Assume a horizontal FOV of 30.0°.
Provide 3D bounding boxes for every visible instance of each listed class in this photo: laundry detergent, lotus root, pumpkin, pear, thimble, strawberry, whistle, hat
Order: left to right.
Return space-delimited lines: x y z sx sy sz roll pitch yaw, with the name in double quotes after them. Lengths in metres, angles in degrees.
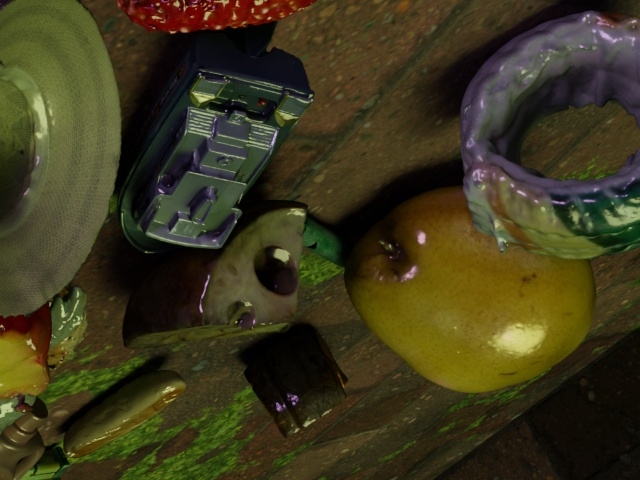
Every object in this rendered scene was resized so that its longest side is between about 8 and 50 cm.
-0.256 -0.071 0.903 0.110 0.252 0.252 10 166 17 "hat"
-0.421 0.278 1.532 0.237 0.076 0.171 -38 158 15 "laundry detergent"
-0.113 0.039 1.299 0.210 0.142 0.314 -3 171 -23 "lotus root"
-0.063 -0.197 0.924 0.188 0.082 0.121 -25 161 -19 "strawberry"
-0.034 0.208 1.816 0.131 0.126 0.248 -36 178 -4 "pumpkin"
0.000 0.000 1.490 0.039 0.039 0.186 -34 159 11 "whistle"
0.197 0.064 1.561 0.336 0.285 0.285 -13 153 -37 "pear"
0.284 -0.108 1.311 0.288 0.254 0.167 -30 157 2 "thimble"

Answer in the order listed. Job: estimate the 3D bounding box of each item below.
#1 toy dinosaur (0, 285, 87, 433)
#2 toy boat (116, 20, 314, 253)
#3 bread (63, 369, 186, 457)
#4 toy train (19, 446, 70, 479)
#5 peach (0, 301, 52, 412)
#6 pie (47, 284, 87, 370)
-0.395 0.180 1.196 0.205 0.092 0.393 0 136 -53 "toy dinosaur"
-0.113 -0.067 1.091 0.114 0.122 0.296 12 143 -23 "toy boat"
-0.272 0.233 1.643 0.214 0.053 0.073 -34 154 19 "bread"
-0.413 0.327 1.684 0.081 0.050 0.122 -49 151 24 "toy train"
-0.369 0.063 1.017 0.267 0.154 0.158 -8 143 -27 "peach"
-0.374 0.106 1.238 0.274 0.055 0.274 -21 153 -11 "pie"
